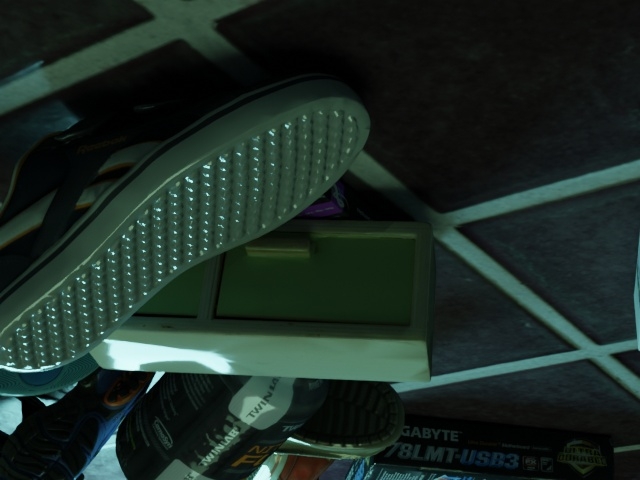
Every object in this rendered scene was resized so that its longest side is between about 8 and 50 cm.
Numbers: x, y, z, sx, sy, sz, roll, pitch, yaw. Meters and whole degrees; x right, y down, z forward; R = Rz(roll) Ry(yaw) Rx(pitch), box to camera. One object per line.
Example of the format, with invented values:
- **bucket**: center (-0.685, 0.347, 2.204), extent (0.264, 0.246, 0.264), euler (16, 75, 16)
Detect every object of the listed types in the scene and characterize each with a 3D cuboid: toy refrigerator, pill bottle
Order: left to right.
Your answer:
- **pill bottle**: center (-0.080, 0.146, 1.095), extent (0.130, 0.130, 0.245), euler (23, 125, -31)
- **toy refrigerator**: center (-0.047, 0.043, 0.907), extent (0.270, 0.102, 0.094), euler (2, 152, 9)

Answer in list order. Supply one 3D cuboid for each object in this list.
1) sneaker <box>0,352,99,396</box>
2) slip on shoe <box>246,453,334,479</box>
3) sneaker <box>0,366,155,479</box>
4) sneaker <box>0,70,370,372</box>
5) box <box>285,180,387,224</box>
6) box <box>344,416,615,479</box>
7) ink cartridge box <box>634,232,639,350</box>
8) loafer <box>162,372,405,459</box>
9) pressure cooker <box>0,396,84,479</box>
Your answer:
- **sneaker**: center (-0.368, 0.071, 1.077), extent (0.319, 0.127, 0.208), euler (2, -174, -39)
- **slip on shoe**: center (-0.053, 0.290, 1.439), extent (0.101, 0.123, 0.331), euler (7, 148, -14)
- **sneaker**: center (-0.235, 0.183, 1.182), extent (0.083, 0.221, 0.087), euler (42, 174, 15)
- **sneaker**: center (-0.122, -0.042, 0.812), extent (0.321, 0.127, 0.126), euler (-33, 148, 13)
- **box**: center (0.000, 0.000, 0.957), extent (0.116, 0.029, 0.162), euler (-12, 147, 31)
- **box**: center (0.190, 0.314, 1.488), extent (0.293, 0.073, 0.295), euler (5, 152, -4)
- **ink cartridge box**: center (0.310, 0.028, 0.929), extent (0.104, 0.061, 0.181), euler (-2, 152, 11)
- **loafer**: center (-0.039, 0.178, 1.242), extent (0.268, 0.102, 0.092), euler (7, 155, 15)
- **pressure cooker**: center (-0.459, 0.343, 1.301), extent (0.375, 0.420, 0.370), euler (29, 173, -9)
